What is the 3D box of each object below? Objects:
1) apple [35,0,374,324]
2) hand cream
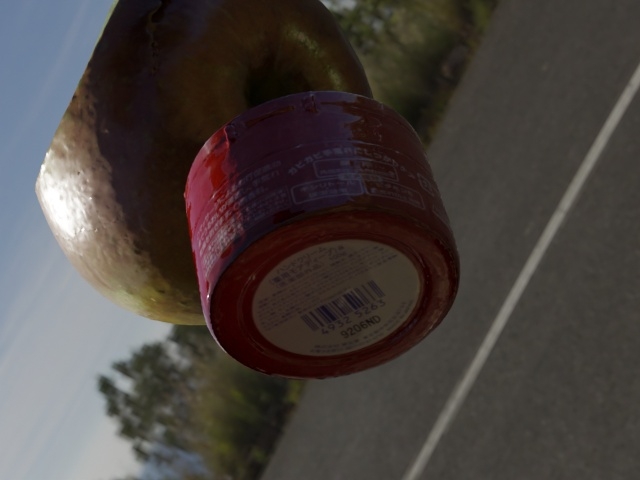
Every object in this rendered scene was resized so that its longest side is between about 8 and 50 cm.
[{"bbox_3d":[-0.128,-0.102,1.464,0.374,0.384,0.374,-18,-5,-1],"label":"apple"},{"bbox_3d":[0.000,0.000,1.007,0.125,0.193,0.193,-102,32,-43],"label":"hand cream"}]
